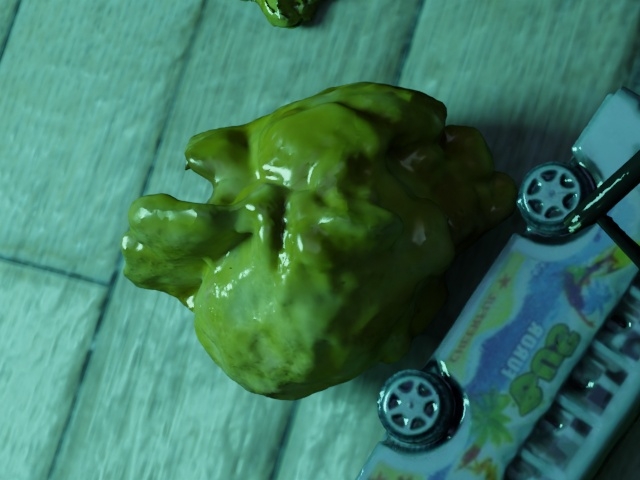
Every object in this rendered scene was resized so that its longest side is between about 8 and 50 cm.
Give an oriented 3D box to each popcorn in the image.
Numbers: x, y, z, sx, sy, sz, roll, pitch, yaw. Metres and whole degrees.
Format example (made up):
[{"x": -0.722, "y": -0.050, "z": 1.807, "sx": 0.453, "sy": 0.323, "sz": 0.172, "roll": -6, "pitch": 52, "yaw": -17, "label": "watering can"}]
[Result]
[{"x": -0.004, "y": 0.001, "z": 1.113, "sx": 0.253, "sy": 0.191, "sz": 0.190, "roll": -13, "pitch": 97, "yaw": 25, "label": "popcorn"}]

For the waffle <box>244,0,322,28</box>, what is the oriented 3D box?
[{"x": 0.019, "y": -0.287, "z": 1.255, "sx": 0.291, "sy": 0.051, "sz": 0.291, "roll": -8, "pitch": 71, "yaw": 24, "label": "waffle"}]

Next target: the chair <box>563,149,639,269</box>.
[{"x": 0.274, "y": 0.013, "z": 0.933, "sx": 0.260, "sy": 0.141, "sz": 0.154, "roll": 44, "pitch": 104, "yaw": -7, "label": "chair"}]

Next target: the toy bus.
[{"x": 0.146, "y": 0.071, "z": 1.069, "sx": 0.136, "sy": 0.109, "sz": 0.329, "roll": 34, "pitch": 91, "yaw": 18, "label": "toy bus"}]
